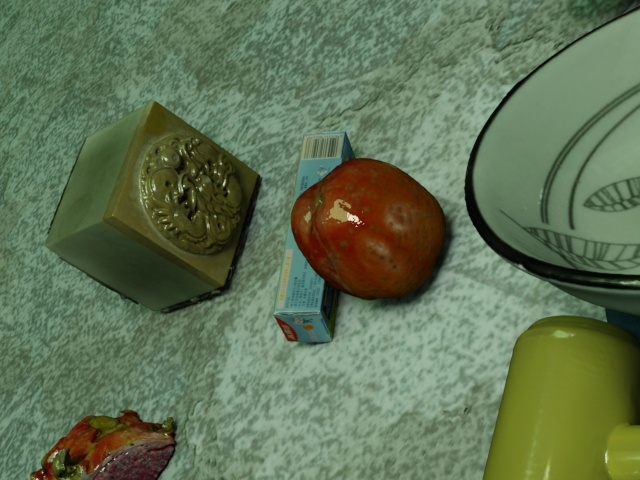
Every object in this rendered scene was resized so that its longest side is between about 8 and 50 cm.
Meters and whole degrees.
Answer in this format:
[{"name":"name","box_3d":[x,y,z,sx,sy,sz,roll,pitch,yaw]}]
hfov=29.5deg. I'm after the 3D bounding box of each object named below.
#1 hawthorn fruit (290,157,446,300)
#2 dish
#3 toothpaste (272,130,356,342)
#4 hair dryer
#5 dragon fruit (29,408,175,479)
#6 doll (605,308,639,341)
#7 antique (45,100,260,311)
[{"name":"hawthorn fruit","box_3d":[0.036,-0.010,0.982,0.128,0.128,0.128,-31,41,32]},{"name":"dish","box_3d":[0.249,-0.039,0.714,0.316,0.106,0.316,-19,33,13]},{"name":"toothpaste","box_3d":[0.000,0.000,1.082,0.044,0.070,0.193,-2,56,16]},{"name":"hair dryer","box_3d":[0.224,0.114,0.691,0.278,0.090,0.135,-6,55,41]},{"name":"dragon fruit","box_3d":[-0.213,0.210,1.121,0.102,0.096,0.147,0,60,55]},{"name":"doll","box_3d":[0.223,0.038,0.775,0.083,0.050,0.076,5,62,54]},{"name":"antique","box_3d":[-0.159,-0.031,1.208,0.148,0.152,0.147,-22,45,43]}]
